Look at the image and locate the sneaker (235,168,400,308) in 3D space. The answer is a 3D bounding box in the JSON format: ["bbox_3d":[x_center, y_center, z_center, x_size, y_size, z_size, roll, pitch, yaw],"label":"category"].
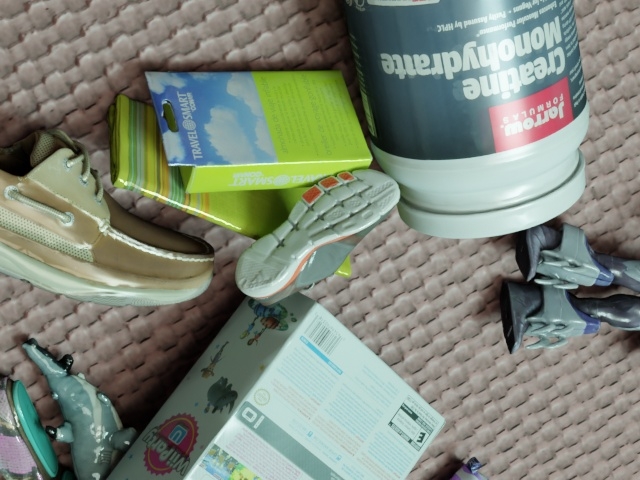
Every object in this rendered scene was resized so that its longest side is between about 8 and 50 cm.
[{"bbox_3d":[0.000,0.000,1.367,0.158,0.061,0.065,-34,148,-2],"label":"sneaker"}]

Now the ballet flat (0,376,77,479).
[{"bbox_3d":[-0.254,0.221,1.440,0.079,0.077,0.221,-24,113,8],"label":"ballet flat"}]

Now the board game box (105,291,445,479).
[{"bbox_3d":[-0.056,0.217,1.450,0.303,0.097,0.224,-53,129,-10],"label":"board game box"}]

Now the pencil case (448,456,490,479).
[{"bbox_3d":[0.109,0.315,1.609,0.206,0.088,0.086,-45,117,0],"label":"pencil case"}]

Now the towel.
[{"bbox_3d":[-0.077,-0.043,1.395,0.237,0.102,0.021,23,131,-28],"label":"towel"}]

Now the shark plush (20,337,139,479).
[{"bbox_3d":[-0.210,0.157,1.420,0.067,0.073,0.161,-37,117,-38],"label":"shark plush"}]

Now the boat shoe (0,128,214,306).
[{"bbox_3d":[-0.226,-0.029,1.324,0.324,0.123,0.116,15,101,-28],"label":"boat shoe"}]

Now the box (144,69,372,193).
[{"bbox_3d":[-0.056,-0.094,1.372,0.178,0.109,0.042,-3,143,-21],"label":"box"}]

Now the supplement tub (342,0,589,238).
[{"bbox_3d":[0.124,-0.159,1.375,0.191,0.191,0.272,-20,115,-14],"label":"supplement tub"}]

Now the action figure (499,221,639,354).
[{"bbox_3d":[0.321,0.058,1.572,0.285,0.099,0.185,5,125,-10],"label":"action figure"}]
